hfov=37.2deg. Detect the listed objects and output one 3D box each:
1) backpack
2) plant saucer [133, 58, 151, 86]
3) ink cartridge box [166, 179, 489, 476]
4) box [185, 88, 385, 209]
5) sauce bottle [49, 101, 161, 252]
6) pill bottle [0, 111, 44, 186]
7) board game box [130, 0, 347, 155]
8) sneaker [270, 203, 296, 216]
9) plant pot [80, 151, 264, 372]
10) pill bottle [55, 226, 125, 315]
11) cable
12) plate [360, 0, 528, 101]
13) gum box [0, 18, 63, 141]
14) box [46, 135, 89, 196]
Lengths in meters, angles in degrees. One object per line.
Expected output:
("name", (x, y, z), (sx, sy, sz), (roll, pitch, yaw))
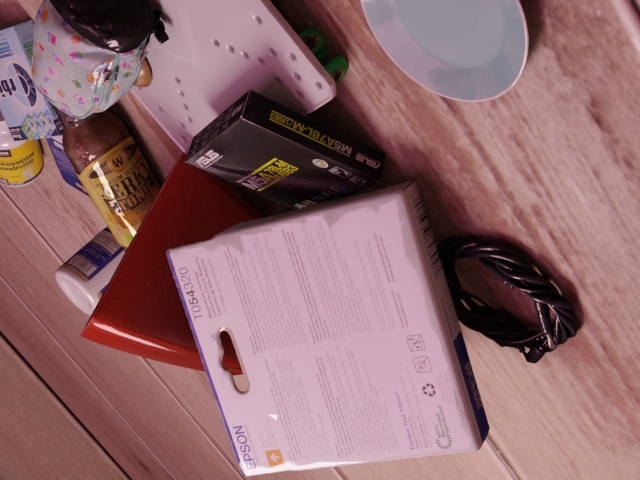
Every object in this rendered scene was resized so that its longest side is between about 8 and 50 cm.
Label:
("backpack", (-0.282, -0.239, 1.163), (0.152, 0.115, 0.182), (45, 144, 8))
("plant saucer", (-0.258, -0.234, 1.256), (0.083, 0.015, 0.083), (33, 151, 21))
("ink cartridge box", (0.007, 0.119, 1.173), (0.330, 0.071, 0.324), (-12, 101, 26))
("box", (-0.046, -0.099, 1.150), (0.184, 0.045, 0.191), (21, 160, -23))
("sauce bottle", (-0.341, -0.125, 1.523), (0.111, 0.111, 0.344), (16, 143, 43))
("pill bottle", (-0.579, -0.189, 1.765), (0.103, 0.103, 0.184), (36, 152, 17))
("board game box", (-0.181, -0.282, 1.157), (0.390, 0.050, 0.390), (50, 152, -11))
("sneaker", (0.000, 0.000, 1.270), (0.166, 0.076, 0.065), (31, 151, 24))
("plant pot", (-0.179, 0.068, 1.397), (0.236, 0.267, 0.267), (29, 164, -10))
("pill bottle", (-0.369, 0.037, 1.701), (0.112, 0.186, 0.112), (33, 150, 22))
("cable", (0.208, 0.065, 1.109), (0.184, 0.047, 0.150), (43, 153, 3))
("plate", (0.115, -0.212, 0.880), (0.188, 0.024, 0.188), (32, 150, 21))
("gum box", (-0.489, -0.258, 1.560), (0.157, 0.041, 0.184), (2, 119, 45))
("box", (-0.429, -0.167, 1.663), (0.136, 0.036, 0.225), (28, 146, 29))
